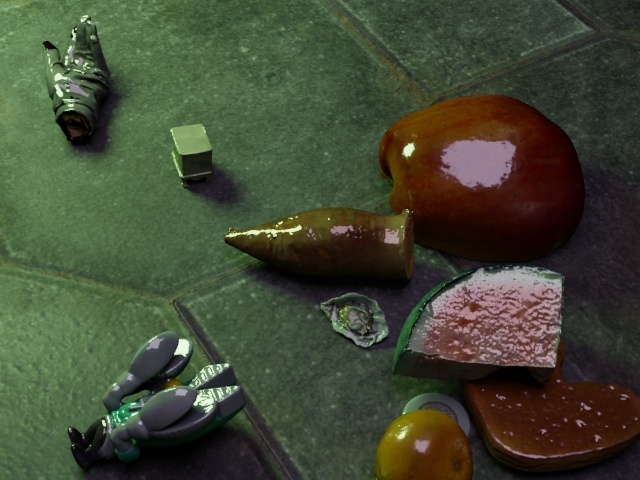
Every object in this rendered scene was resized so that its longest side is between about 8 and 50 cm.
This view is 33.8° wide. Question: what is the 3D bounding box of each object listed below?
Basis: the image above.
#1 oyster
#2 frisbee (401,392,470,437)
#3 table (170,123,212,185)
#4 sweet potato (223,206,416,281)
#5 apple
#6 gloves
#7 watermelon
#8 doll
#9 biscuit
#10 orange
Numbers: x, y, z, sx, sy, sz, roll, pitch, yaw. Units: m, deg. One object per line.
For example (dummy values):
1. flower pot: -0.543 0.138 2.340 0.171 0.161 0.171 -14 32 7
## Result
1. oyster: 0.060 0.136 1.772 0.098 0.037 0.100 -21 72 1
2. frisbee: 0.182 0.285 1.654 0.110 0.014 0.110 3 48 -3
3. table: -0.242 -0.159 1.968 0.062 0.083 0.079 -11 49 -16
4. sweet potato: 0.000 0.003 1.815 0.337 0.131 0.131 3 48 -2
5. apple: 0.294 -0.121 1.961 0.365 0.295 0.329 -4 11 -10
6. gloves: -0.485 -0.320 2.074 0.142 0.119 0.285 7 61 -13
7. watermelon: 0.266 0.135 1.654 0.318 0.148 0.226 -22 59 -19
8. doll: -0.239 0.251 1.557 0.195 0.153 0.258 27 55 36
9. biscuit: 0.359 0.242 1.681 0.262 0.052 0.277 -12 49 -13
10. orange: 0.147 0.323 1.533 0.134 0.154 0.154 -7 38 37
